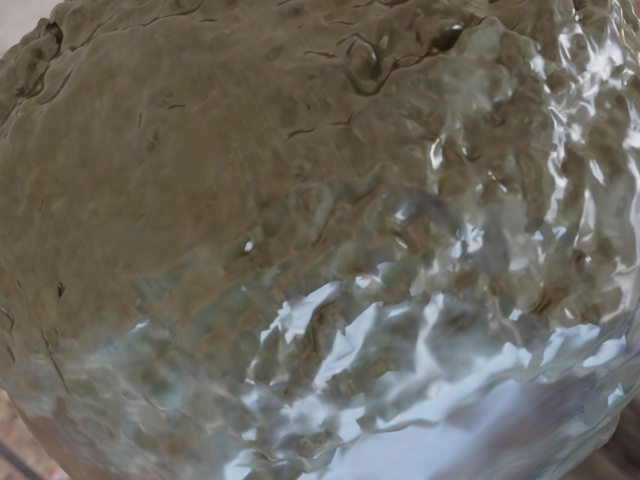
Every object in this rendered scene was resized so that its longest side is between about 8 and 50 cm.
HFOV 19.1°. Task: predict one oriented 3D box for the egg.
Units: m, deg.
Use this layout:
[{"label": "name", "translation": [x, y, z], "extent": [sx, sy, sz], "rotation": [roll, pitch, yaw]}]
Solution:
[{"label": "egg", "translation": [0.000, 0.000, 0.756], "extent": [0.310, 0.279, 0.279], "rotation": [-24, -176, 23]}]
